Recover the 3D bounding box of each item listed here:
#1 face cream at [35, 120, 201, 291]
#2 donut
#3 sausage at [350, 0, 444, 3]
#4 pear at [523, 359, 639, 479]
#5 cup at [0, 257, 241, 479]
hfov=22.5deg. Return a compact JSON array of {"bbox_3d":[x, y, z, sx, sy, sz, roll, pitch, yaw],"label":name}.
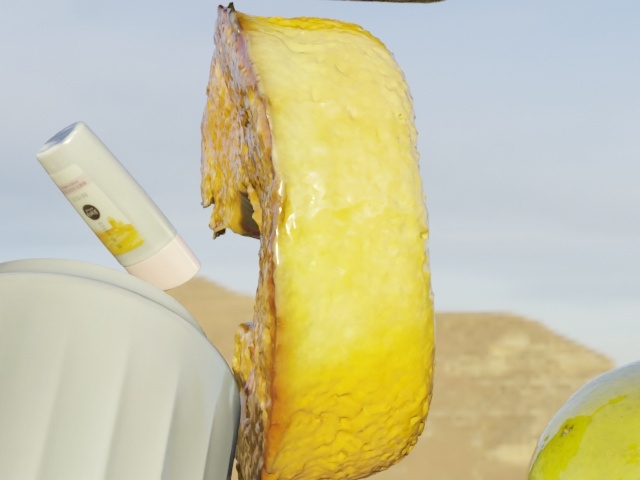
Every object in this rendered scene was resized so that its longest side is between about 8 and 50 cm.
[{"bbox_3d":[-0.210,-0.030,1.667,0.084,0.198,0.057,-22,23,41],"label":"face cream"},{"bbox_3d":[0.000,0.000,1.396,0.164,0.435,0.377,-4,-25,-10],"label":"donut"},{"bbox_3d":[0.019,-0.256,1.475,0.372,0.082,0.082,-4,-3,-41],"label":"sausage"},{"bbox_3d":[0.267,0.206,1.184,0.253,0.252,0.307,-2,22,14],"label":"pear"},{"bbox_3d":[-0.199,0.217,1.014,0.237,0.326,0.323,23,-45,-19],"label":"cup"}]
